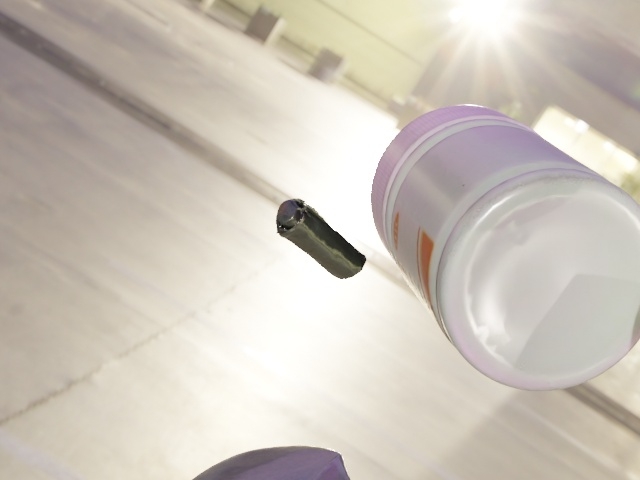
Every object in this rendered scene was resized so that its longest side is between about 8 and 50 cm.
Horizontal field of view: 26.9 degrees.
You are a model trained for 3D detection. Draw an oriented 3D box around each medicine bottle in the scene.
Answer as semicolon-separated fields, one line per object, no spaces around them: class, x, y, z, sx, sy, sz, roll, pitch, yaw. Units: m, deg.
medicine bottle;0.173;-0.005;1.275;0.202;0.202;0.316;30;10;-16

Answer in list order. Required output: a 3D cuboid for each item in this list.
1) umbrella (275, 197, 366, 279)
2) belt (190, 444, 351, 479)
umbrella;-0.001;0.001;1.155;0.031;0.036;0.133;27;-9;35
belt;-0.037;0.262;0.920;0.338;0.122;0.217;114;-43;-66
